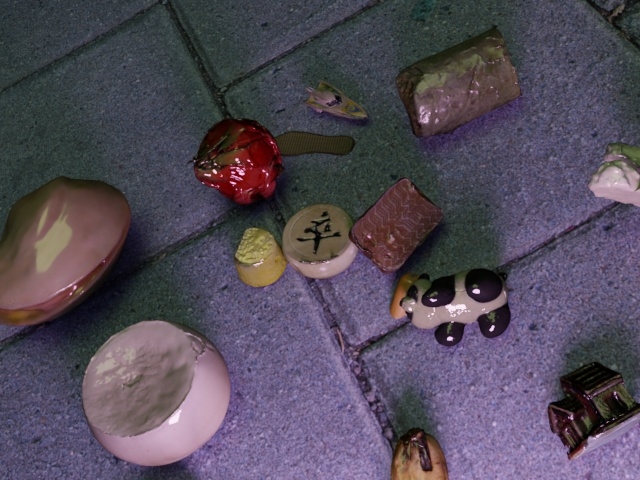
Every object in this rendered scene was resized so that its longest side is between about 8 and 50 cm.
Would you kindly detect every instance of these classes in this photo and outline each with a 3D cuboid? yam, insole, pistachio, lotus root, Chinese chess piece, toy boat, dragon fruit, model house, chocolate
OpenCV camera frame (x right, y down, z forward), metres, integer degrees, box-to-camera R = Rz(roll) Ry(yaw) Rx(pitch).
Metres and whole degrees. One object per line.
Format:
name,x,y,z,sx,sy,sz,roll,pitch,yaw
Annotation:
yam,0.338,-0.381,2.001,0.300,0.195,0.195,-26,52,4
insole,-0.027,-0.259,2.180,0.253,0.005,0.086,4,60,23
pistachio,-0.680,0.021,2.073,0.445,0.281,0.365,-44,50,-16
lotus root,0.188,0.487,1.545,0.110,0.097,0.258,-10,62,24
Chinese chess piece,0.000,0.000,1.942,0.189,0.083,0.188,-7,56,11
toy boat,0.049,-0.364,2.184,0.210,0.066,0.084,28,73,33
dragon fruit,-0.215,-0.191,2.047,0.234,0.233,0.293,4,20,23
model house,0.503,0.309,1.530,0.165,0.106,0.152,-26,54,-3
chocolate,0.169,-0.028,1.874,0.148,0.093,0.214,44,76,5

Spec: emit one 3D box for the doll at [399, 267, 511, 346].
doll,0.288,0.132,1.723,0.234,0.143,0.135,-15,24,12

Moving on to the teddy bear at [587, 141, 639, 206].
teddy bear,0.743,-0.233,1.679,0.327,0.375,0.362,-8,69,50

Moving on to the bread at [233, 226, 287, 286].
bread,-0.144,0.041,1.960,0.111,0.114,0.129,8,64,18

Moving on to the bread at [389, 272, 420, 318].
bread,0.192,0.120,1.821,0.049,0.103,0.062,29,28,23

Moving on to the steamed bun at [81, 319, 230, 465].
steamed bun,-0.352,0.335,1.782,0.324,0.206,0.324,-10,57,17
